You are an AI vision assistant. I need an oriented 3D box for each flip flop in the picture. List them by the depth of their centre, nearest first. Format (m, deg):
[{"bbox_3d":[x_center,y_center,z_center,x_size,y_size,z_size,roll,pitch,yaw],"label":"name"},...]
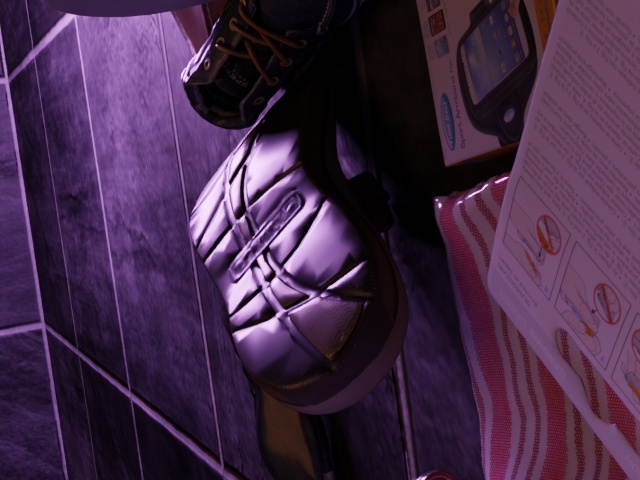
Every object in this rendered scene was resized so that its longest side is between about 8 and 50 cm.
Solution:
[{"bbox_3d":[0.000,0.000,0.682,0.112,0.080,0.277,-48,29,15],"label":"flip flop"}]

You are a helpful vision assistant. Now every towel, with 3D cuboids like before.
[{"bbox_3d":[0.093,0.037,0.515,0.197,0.029,0.144,158,103,-72],"label":"towel"}]

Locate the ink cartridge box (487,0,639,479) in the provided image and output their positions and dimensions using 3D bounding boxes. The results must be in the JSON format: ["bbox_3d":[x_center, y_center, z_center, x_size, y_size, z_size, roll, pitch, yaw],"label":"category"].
[{"bbox_3d":[0.117,-0.001,0.387,0.145,0.045,0.179,56,155,36],"label":"ink cartridge box"}]

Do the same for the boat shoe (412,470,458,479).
[{"bbox_3d":[0.077,0.163,0.594,0.043,0.049,0.137,110,144,-50],"label":"boat shoe"}]

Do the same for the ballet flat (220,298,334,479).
[{"bbox_3d":[-0.022,0.106,0.901,0.057,0.049,0.173,-33,67,35],"label":"ballet flat"}]

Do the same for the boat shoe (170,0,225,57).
[{"bbox_3d":[-0.113,-0.219,0.900,0.111,0.104,0.307,106,149,-53],"label":"boat shoe"}]

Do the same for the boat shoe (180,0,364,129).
[{"bbox_3d":[-0.026,-0.112,0.699,0.065,0.083,0.183,35,166,-3],"label":"boat shoe"}]

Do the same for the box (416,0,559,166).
[{"bbox_3d":[0.074,-0.077,0.523,0.136,0.028,0.081,165,96,-70],"label":"box"}]

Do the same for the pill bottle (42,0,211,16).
[{"bbox_3d":[-0.122,-0.311,0.750,0.188,0.188,0.334,149,110,-71],"label":"pill bottle"}]
